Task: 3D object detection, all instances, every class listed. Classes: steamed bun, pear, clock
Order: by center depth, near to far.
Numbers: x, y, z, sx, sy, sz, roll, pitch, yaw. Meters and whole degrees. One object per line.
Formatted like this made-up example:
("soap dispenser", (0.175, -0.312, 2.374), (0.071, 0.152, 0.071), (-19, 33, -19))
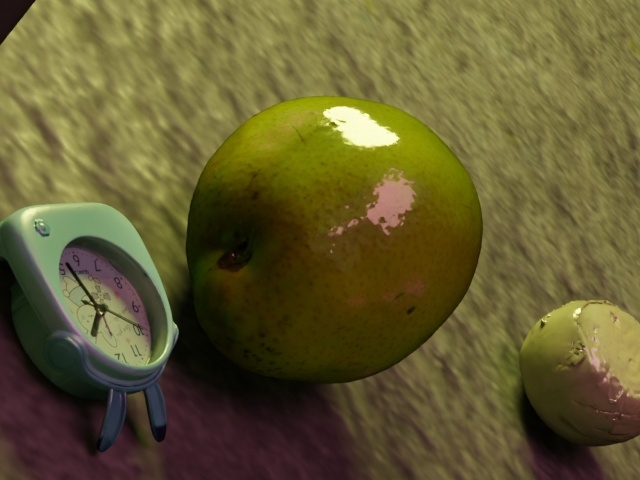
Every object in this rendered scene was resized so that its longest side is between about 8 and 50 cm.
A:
("clock", (-0.130, 0.049, 1.053), (0.108, 0.045, 0.147), (-4, 65, -57))
("pear", (0.000, 0.000, 1.174), (0.220, 0.187, 0.187), (-22, 78, -42))
("steamed bun", (0.213, 0.111, 1.454), (0.130, 0.091, 0.112), (13, 52, -49))

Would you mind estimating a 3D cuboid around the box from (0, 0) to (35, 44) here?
("box", (-0.244, -0.149, 0.833), (0.274, 0.178, 0.138), (32, -20, 17))
